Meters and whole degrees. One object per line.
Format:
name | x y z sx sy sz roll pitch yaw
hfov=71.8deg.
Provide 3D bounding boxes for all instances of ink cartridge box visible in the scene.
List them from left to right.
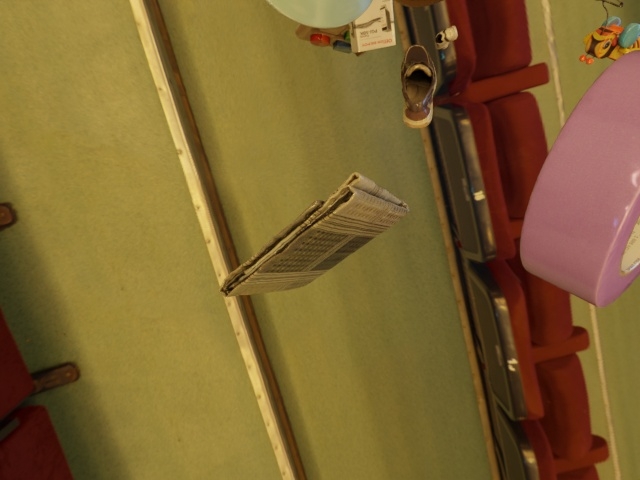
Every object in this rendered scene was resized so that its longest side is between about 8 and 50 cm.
ink cartridge box | 0.119 -0.523 1.044 0.099 0.056 0.135 -15 115 -8

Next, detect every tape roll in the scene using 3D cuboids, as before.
tape roll | 0.347 -0.063 0.502 0.275 0.090 0.275 -23 129 -32

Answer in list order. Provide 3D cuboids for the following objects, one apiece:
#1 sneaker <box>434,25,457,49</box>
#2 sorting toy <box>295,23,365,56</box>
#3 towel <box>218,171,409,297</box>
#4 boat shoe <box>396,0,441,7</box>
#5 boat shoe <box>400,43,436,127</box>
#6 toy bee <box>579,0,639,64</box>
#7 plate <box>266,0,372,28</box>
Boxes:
sneaker | 0.306 -0.510 1.117 0.044 0.109 0.040 -17 96 -2
sorting toy | 0.065 -0.617 1.309 0.229 0.307 0.041 10 94 -18
towel | 0.000 0.000 0.846 0.312 0.324 0.056 -37 74 20
boat shoe | 0.243 -0.504 0.676 0.121 0.341 0.110 20 61 -35
boat shoe | 0.266 -0.437 1.195 0.103 0.092 0.285 5 63 8
toy bee | 0.900 -0.626 1.400 0.298 0.195 0.162 24 117 -20
plate | -0.006 -0.338 0.497 0.188 0.024 0.188 0 91 -26
